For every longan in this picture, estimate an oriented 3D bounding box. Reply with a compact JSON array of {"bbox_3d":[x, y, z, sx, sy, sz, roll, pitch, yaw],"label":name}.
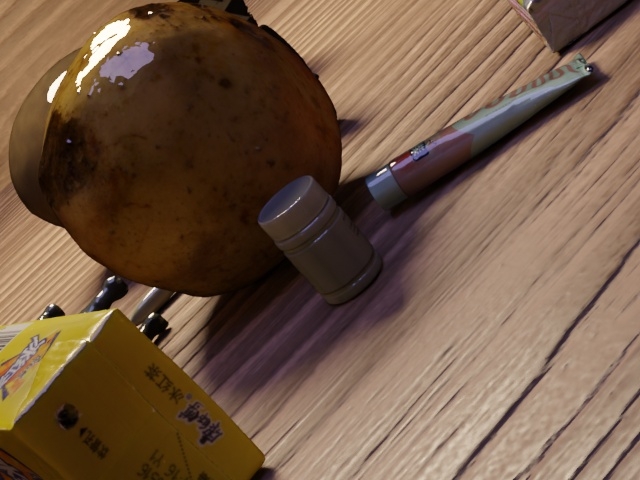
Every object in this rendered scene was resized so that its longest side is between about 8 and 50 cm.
[{"bbox_3d":[-0.260,-0.134,1.417,0.300,0.243,0.300,-17,7,2],"label":"longan"}]

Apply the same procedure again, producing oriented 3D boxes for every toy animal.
[{"bbox_3d":[-0.212,0.107,1.059,0.269,0.082,0.137,-12,37,47],"label":"toy animal"}]

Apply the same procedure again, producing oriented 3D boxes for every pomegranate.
[{"bbox_3d":[-0.121,-0.083,1.022,0.281,0.281,0.281,-35,20,15],"label":"pomegranate"}]

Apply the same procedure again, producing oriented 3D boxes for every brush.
[{"bbox_3d":[-0.104,-0.017,1.189,0.299,0.039,0.042,-47,21,-15],"label":"brush"}]

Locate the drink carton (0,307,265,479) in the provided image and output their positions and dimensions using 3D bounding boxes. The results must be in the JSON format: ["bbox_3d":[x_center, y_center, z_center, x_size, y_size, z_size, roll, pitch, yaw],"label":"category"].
[{"bbox_3d":[-0.203,0.146,0.835,0.351,0.154,0.111,-12,35,55],"label":"drink carton"}]

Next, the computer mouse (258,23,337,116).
[{"bbox_3d":[-0.076,-0.172,1.311,0.088,0.147,0.264,-48,19,-18],"label":"computer mouse"}]

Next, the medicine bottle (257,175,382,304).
[{"bbox_3d":[0.000,0.000,0.869,0.058,0.091,0.058,-35,20,15],"label":"medicine bottle"}]

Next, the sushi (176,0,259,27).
[{"bbox_3d":[-0.221,-0.253,1.618,0.294,0.059,0.292,-40,-23,1],"label":"sushi"}]

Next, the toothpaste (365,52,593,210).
[{"bbox_3d":[0.132,-0.091,0.914,0.205,0.036,0.056,-32,19,13],"label":"toothpaste"}]

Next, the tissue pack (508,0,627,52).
[{"bbox_3d":[0.229,-0.242,1.016,0.109,0.060,0.148,-35,21,12],"label":"tissue pack"}]
